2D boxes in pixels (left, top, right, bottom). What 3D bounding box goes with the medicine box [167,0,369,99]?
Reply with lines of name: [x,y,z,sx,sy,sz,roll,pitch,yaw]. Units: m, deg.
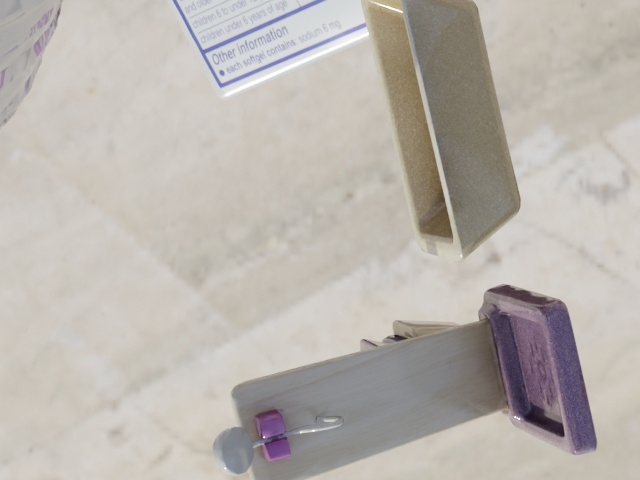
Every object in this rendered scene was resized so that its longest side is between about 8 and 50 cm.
medicine box: [0.007,-0.266,1.030,0.263,0.149,0.289,-18,104,39]

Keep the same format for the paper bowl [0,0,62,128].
paper bowl: [-0.195,-0.099,0.415,0.284,0.284,0.148,19,119,-12]

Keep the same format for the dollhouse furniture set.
dollhouse furniture set: [0.000,0.000,0.431,0.081,0.091,0.114,-15,99,-13]
